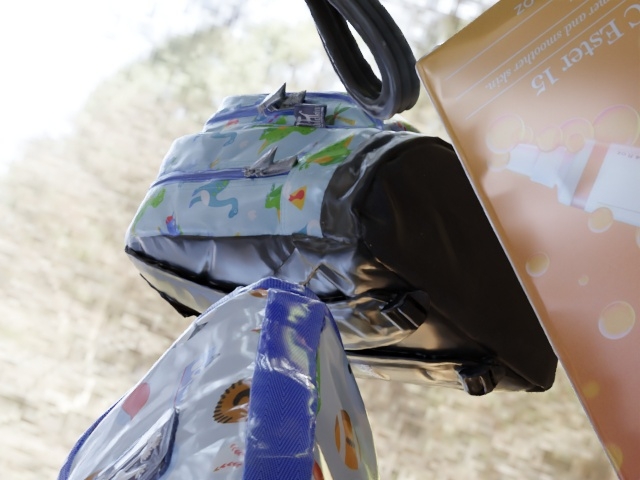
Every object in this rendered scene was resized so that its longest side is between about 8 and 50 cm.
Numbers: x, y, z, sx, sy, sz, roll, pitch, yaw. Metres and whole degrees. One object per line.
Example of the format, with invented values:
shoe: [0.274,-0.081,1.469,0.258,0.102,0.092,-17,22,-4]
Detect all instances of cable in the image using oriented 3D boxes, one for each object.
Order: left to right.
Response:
cable: [-0.014,-0.215,1.085,0.072,0.287,0.139,-32,-20,-37]

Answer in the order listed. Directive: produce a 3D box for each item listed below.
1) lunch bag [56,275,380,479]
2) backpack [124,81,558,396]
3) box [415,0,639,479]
lunch bag: [-0.066,0.253,0.996,0.328,0.239,0.385,-87,8,-64]
backpack: [0.000,0.000,1.420,0.290,0.355,0.273,36,-126,-39]
box: [0.230,-0.007,0.886,0.215,0.345,0.168,-37,-39,18]
